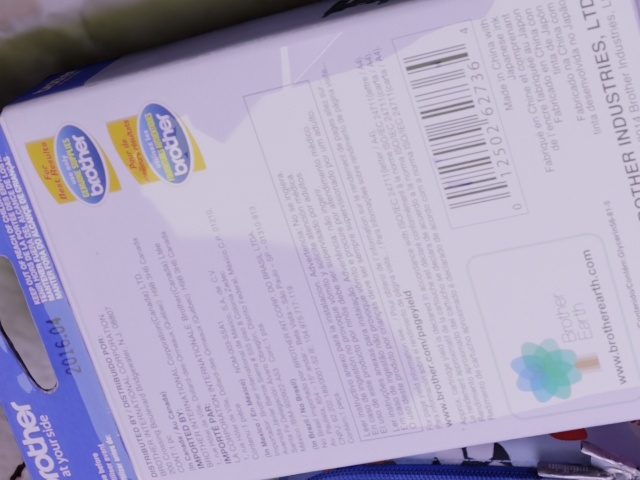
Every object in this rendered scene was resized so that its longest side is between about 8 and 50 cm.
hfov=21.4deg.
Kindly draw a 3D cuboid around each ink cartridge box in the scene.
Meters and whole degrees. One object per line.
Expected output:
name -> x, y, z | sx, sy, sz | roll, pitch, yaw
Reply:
ink cartridge box -> 0.000, 0.000, 0.690 | 0.311, 0.065, 0.186 | -13, 108, 18

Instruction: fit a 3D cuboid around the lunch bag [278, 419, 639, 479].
lunch bag -> 0.098, 0.180, 0.830 | 0.243, 0.115, 0.303 | 4, 133, 4
